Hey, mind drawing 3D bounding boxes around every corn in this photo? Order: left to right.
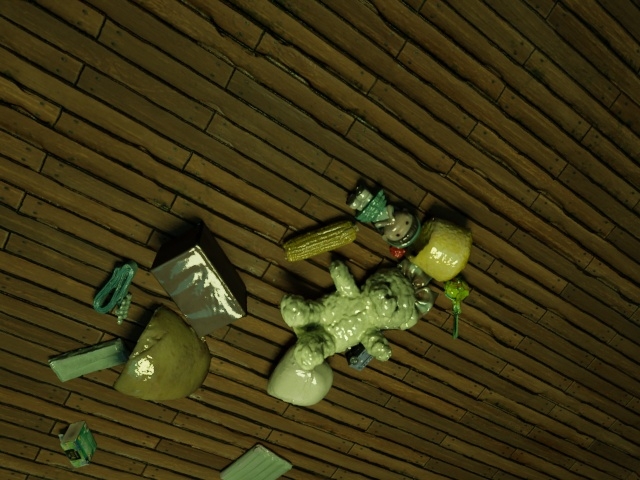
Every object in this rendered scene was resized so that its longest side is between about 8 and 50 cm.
[{"bbox_3d":[0.000,0.000,1.284,0.238,0.080,0.080,-18,112,0],"label":"corn"}]

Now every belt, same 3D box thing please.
[{"bbox_3d":[-0.580,0.144,1.247,0.100,0.065,0.179,33,103,-9],"label":"belt"}]

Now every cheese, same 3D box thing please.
[{"bbox_3d":[-0.057,0.446,1.399,0.189,0.154,0.198,32,106,1],"label":"cheese"}]

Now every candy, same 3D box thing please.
[{"bbox_3d":[0.464,0.238,1.466,0.073,0.077,0.262,-19,121,-19],"label":"candy"}]

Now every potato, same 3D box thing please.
[{"bbox_3d":[-0.437,0.364,1.284,0.264,0.189,0.211,32,102,-19],"label":"potato"}]

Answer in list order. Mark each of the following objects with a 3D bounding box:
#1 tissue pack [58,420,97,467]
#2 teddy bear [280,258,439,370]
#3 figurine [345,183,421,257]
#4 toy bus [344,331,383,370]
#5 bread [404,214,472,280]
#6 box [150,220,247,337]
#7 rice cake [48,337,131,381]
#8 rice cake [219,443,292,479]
[{"bbox_3d":[-0.796,0.665,1.393,0.079,0.085,0.111,-13,113,-3],"label":"tissue pack"},{"bbox_3d":[0.136,0.195,1.264,0.362,0.375,0.327,-26,73,22],"label":"teddy bear"},{"bbox_3d":[0.186,-0.064,1.280,0.245,0.110,0.138,35,111,-17],"label":"figurine"},{"bbox_3d":[0.158,0.357,1.449,0.076,0.073,0.167,34,105,-22],"label":"toy bus"},{"bbox_3d":[0.369,0.025,1.306,0.170,0.197,0.197,29,104,-6],"label":"bread"},{"bbox_3d":[-0.335,0.109,1.210,0.153,0.188,0.252,-27,115,1],"label":"box"},{"bbox_3d":[-0.706,0.367,1.319,0.226,0.040,0.085,-16,112,-3],"label":"rice cake"},{"bbox_3d":[-0.238,0.847,1.582,0.198,0.037,0.189,-44,111,7],"label":"rice cake"}]
